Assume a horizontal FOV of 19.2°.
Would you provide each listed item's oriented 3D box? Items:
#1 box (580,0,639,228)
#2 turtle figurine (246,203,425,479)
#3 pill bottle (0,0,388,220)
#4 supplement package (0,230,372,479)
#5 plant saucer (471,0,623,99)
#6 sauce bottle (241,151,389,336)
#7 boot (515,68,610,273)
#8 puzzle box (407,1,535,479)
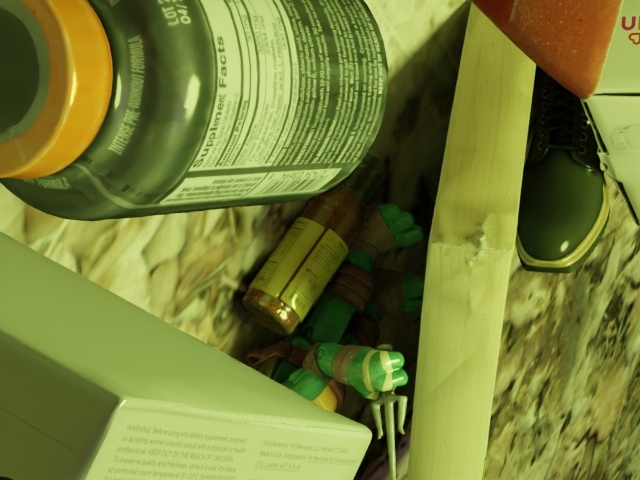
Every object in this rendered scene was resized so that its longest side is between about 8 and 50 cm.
[{"bbox_3d":[0.276,-0.157,1.394,0.262,0.126,0.231,51,42,-62],"label":"box"},{"bbox_3d":[0.006,0.099,1.214,0.175,0.118,0.234,109,2,-59],"label":"turtle figurine"},{"bbox_3d":[-0.078,-0.076,0.877,0.245,0.130,0.130,-7,119,-60],"label":"pill bottle"},{"bbox_3d":[-0.152,0.073,0.719,0.145,0.262,0.204,-65,154,3],"label":"supplement package"},{"bbox_3d":[0.090,-0.241,0.951,0.047,0.258,0.259,-3,124,-25],"label":"plant saucer"},{"bbox_3d":[0.000,0.000,1.195,0.128,0.042,0.042,-53,153,-17],"label":"sauce bottle"},{"bbox_3d":[0.177,-0.088,1.402,0.137,0.076,0.198,72,26,-49],"label":"boot"},{"bbox_3d":[0.099,0.074,1.306,0.272,0.052,0.409,-76,171,-49],"label":"puzzle box"}]
